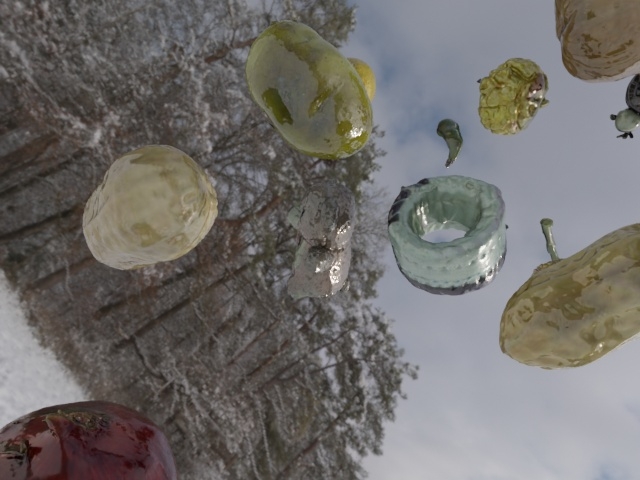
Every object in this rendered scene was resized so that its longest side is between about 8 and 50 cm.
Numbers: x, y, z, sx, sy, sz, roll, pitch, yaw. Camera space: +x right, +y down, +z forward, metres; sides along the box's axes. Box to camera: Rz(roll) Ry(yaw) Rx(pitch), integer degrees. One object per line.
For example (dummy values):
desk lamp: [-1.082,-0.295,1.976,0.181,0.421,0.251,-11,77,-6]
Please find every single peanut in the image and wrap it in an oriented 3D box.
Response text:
peanut: [0.387,0.074,0.663,0.152,0.313,0.152,57,13,-21]
peanut: [-0.261,-0.039,0.727,0.340,0.174,0.158,-18,-66,49]

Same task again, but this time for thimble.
thimble: [0.253,-0.016,0.954,0.237,0.237,0.150,28,-26,36]

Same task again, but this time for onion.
onion: [-0.278,0.280,0.562,0.248,0.248,0.161,44,-71,13]

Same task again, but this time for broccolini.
broccolini: [0.849,0.058,1.740,0.074,0.078,0.392,-3,-36,33]

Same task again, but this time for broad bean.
broad bean: [0.316,-0.256,1.193,0.046,0.195,0.061,26,-47,-19]

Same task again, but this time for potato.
potato: [-0.017,-0.240,0.812,0.248,0.169,0.143,41,23,-25]

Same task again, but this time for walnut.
walnut: [0.618,-0.476,0.984,0.285,0.296,0.285,0,-33,0]

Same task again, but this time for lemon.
lemon: [0.096,-0.514,1.622,0.178,0.178,0.203,42,-17,16]

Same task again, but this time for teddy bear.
teddy bear: [0.001,0.001,1.086,0.151,0.236,0.267,1,-61,2]

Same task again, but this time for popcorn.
popcorn: [0.537,-0.403,1.370,0.169,0.189,0.218,30,-40,28]

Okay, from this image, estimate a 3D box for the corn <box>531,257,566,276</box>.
corn: [0.718,0.075,1.315,0.086,0.288,0.086,-11,90,-88]

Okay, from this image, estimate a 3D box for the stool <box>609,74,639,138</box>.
stool: [0.833,-0.358,1.253,0.125,0.121,0.217,46,-55,17]
